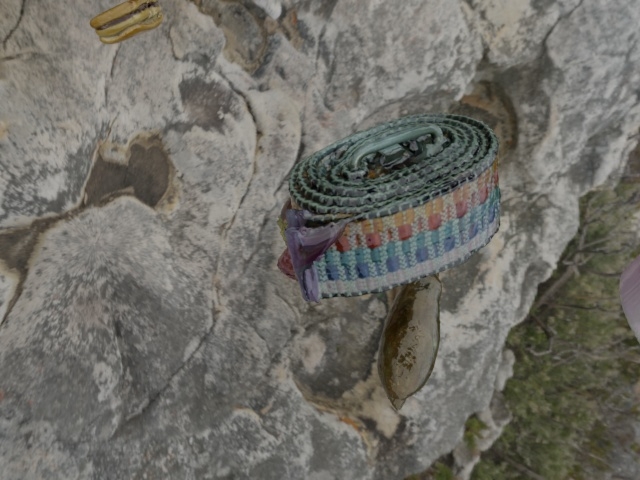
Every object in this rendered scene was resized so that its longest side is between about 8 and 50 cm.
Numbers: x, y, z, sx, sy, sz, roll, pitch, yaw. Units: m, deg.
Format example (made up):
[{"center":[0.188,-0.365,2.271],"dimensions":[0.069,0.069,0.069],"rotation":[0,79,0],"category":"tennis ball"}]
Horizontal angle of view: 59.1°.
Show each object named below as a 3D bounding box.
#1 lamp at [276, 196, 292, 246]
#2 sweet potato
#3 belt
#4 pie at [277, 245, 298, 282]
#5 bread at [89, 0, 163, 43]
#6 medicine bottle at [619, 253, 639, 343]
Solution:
[{"center":[-0.017,-0.032,1.219],"dimensions":[0.156,0.157,0.135],"rotation":[33,42,1],"category":"lamp"},{"center":[0.210,0.168,1.257],"dimensions":[0.130,0.130,0.423],"rotation":[33,51,-18],"category":"sweet potato"},{"center":[0.084,-0.062,0.717],"dimensions":[0.294,0.207,0.161],"rotation":[-19,126,-8],"category":"belt"},{"center":[0.000,0.000,1.003],"dimensions":[0.182,0.182,0.049],"rotation":[-38,70,-18],"category":"pie"},{"center":[-0.412,-0.483,1.226],"dimensions":[0.115,0.200,0.077],"rotation":[-14,117,11],"category":"bread"},{"center":[0.409,-0.009,0.393],"dimensions":[0.256,0.325,0.256],"rotation":[16,43,-16],"category":"medicine bottle"}]
